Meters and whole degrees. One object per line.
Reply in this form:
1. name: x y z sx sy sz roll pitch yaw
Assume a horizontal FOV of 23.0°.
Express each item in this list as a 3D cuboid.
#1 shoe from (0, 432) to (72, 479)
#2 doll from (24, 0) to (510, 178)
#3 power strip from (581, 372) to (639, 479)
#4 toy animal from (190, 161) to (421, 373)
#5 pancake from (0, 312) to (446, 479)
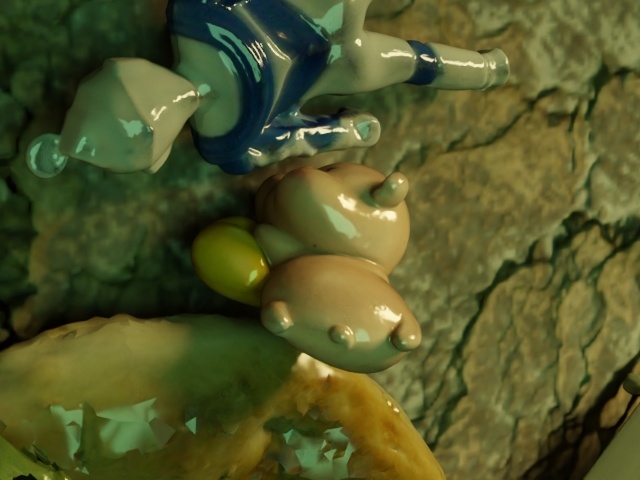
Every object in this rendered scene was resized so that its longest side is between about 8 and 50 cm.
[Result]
1. shoe: -0.107 0.186 0.552 0.128 0.140 0.262 -27 106 -25
2. doll: -0.021 -0.079 0.641 0.227 0.057 0.114 -24 123 -30
3. power strip: 0.131 0.184 0.779 0.215 0.061 0.145 -43 139 -34
4. toy animal: 0.000 0.000 0.648 0.091 0.114 0.082 26 99 -18
5. pancake: -0.087 0.208 0.680 0.387 0.082 0.387 -8 106 -29
